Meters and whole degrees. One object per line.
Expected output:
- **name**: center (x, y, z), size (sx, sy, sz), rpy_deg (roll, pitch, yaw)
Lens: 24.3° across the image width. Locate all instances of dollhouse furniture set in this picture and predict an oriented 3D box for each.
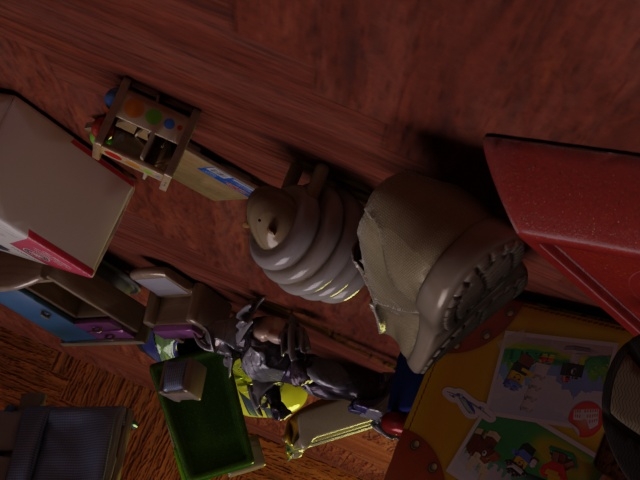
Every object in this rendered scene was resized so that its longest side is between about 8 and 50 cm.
- **dollhouse furniture set**: center (-0.297, 0.179, 1.701), size (0.286, 0.303, 0.198), rpy_deg (-5, 153, 34)
- **dollhouse furniture set**: center (-0.050, 0.199, 1.888), size (0.302, 0.151, 0.197), rpy_deg (-16, 169, -8)

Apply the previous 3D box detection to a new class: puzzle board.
- **puzzle board**: center (-0.110, -0.064, 1.153), size (0.128, 0.011, 0.096), rpy_deg (29, 165, -28)

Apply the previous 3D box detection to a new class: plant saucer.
- **plant saucer**: center (0.245, 0.032, 0.834), size (0.258, 0.047, 0.259), rpy_deg (12, 163, 42)

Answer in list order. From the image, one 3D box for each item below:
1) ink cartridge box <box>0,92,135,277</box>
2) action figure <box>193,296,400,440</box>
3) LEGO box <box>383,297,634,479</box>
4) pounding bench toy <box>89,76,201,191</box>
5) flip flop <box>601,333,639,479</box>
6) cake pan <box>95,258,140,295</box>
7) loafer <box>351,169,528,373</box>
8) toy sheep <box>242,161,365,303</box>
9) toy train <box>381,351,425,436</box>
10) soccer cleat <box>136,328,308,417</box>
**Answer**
- **ink cartridge box**: center (-0.312, -0.064, 1.307), size (0.237, 0.100, 0.172), rpy_deg (14, 164, 37)
- **action figure**: center (-0.009, 0.152, 1.671), size (0.285, 0.099, 0.185), rpy_deg (21, 161, -3)
- **LEGO box**: center (0.361, 0.231, 1.124), size (0.500, 0.193, 0.372), rpy_deg (13, 165, 39)
- **pounding bench toy**: center (-0.127, -0.072, 1.048), size (0.065, 0.052, 0.083), rpy_deg (24, 168, -5)
- **flip flop**: center (0.291, 0.124, 0.827), size (0.277, 0.112, 0.080), rpy_deg (11, 179, 24)
- **cake pan**: center (-0.377, 0.027, 1.925), size (0.293, 0.054, 0.293), rpy_deg (22, 168, 5)
- **loafer**: center (0.074, 0.014, 0.963), size (0.092, 0.102, 0.268), rpy_deg (49, 170, 12)
- **toy sheep**: center (0.000, 0.000, 1.043), size (0.132, 0.091, 0.091), rpy_deg (30, 166, -31)
- **toy train**: center (0.154, 0.134, 1.331), size (0.143, 0.105, 0.248), rpy_deg (14, 169, -10)
- **soccer cleat**: center (-0.112, 0.166, 1.953), size (0.289, 0.093, 0.121), rpy_deg (31, 159, -36)
